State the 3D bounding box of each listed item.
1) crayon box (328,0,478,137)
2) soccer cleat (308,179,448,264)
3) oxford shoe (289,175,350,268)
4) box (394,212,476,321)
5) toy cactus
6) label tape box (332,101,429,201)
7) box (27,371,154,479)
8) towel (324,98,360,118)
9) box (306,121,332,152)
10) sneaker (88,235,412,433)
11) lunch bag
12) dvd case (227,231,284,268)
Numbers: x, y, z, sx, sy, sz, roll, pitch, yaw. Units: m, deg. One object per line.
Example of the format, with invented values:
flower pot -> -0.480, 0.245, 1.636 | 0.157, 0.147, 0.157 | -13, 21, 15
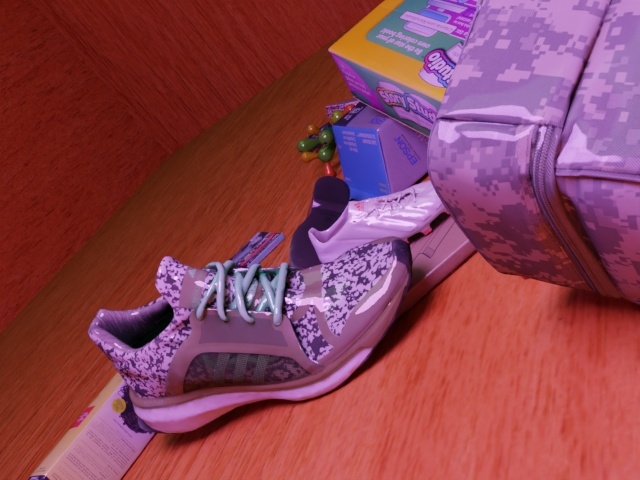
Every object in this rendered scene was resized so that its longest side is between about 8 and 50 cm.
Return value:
crayon box -> 0.235, -0.265, 0.982 | 0.313, 0.106, 0.363 | -43, 41, -7
soccer cleat -> 0.074, -0.027, 0.908 | 0.196, 0.076, 0.068 | -33, 18, 21
oxford shoe -> 0.000, 0.000, 1.107 | 0.212, 0.076, 0.076 | -71, -1, -46
box -> 0.124, 0.007, 0.889 | 0.201, 0.021, 0.164 | -41, 17, -2
toy cactus -> 0.064, -0.203, 1.433 | 0.219, 0.112, 0.180 | -27, 3, 41
label tape box -> 0.121, -0.174, 1.194 | 0.333, 0.106, 0.240 | -41, 18, -5
box -> -0.272, 0.249, 0.992 | 0.058, 0.087, 0.232 | -20, 27, 47
towel -> 0.096, -0.279, 1.544 | 0.144, 0.029, 0.197 | -17, 12, -10
box -> -0.004, -0.234, 1.733 | 0.067, 0.018, 0.083 | -34, 18, 20
sneaker -> -0.095, 0.083, 0.826 | 0.410, 0.182, 0.158 | -27, 35, 23
lunch bag -> 0.251, -0.102, 0.521 | 0.255, 0.212, 0.305 | 10, 65, 42
dvd case -> -0.117, 0.017, 1.361 | 0.087, 0.013, 0.119 | -45, 20, -17
